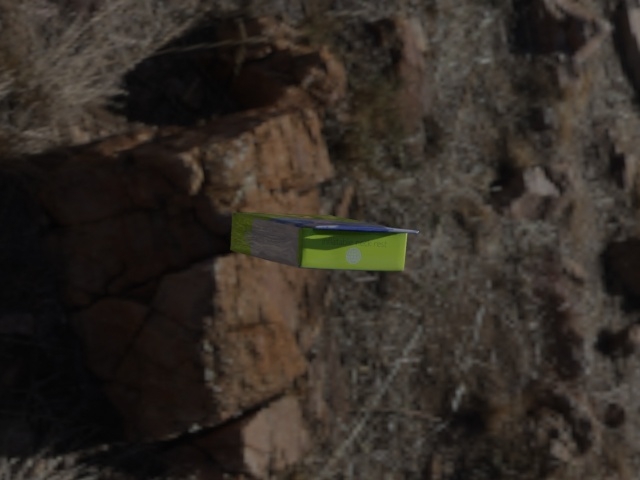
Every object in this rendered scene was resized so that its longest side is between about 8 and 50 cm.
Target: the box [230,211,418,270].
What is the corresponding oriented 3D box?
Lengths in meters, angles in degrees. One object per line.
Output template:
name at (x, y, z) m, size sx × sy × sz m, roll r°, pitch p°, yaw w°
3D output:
box at (0.000, 0.000, 1.184) m, size 0.109 × 0.178 × 0.042 m, roll 2°, pitch 95°, yaw -26°
